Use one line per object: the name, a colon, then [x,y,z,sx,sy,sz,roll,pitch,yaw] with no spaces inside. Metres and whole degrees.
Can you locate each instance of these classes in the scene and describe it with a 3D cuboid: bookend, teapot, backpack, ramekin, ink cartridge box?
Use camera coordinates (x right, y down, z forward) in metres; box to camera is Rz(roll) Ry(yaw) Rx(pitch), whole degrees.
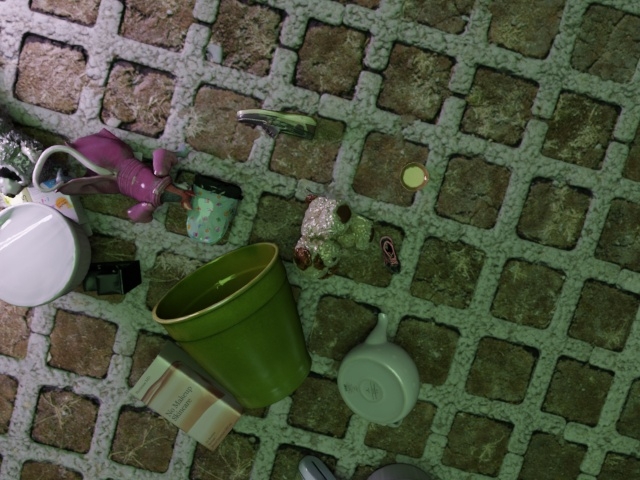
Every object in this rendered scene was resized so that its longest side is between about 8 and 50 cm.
bookend: [-0.605,0.107,1.543,0.158,0.156,0.072,-4,98,1]
teapot: [0.185,0.390,1.585,0.253,0.187,0.256,40,123,13]
backpack: [-0.312,-0.081,1.543,0.152,0.115,0.181,19,100,-6]
ramekin: [0.244,0.817,1.658,0.278,0.135,0.276,0,98,-1]
ramekin: [-0.744,0.038,1.464,0.273,0.127,0.272,0,87,5]
ink cartridge box: [-0.737,-0.082,1.563,0.105,0.061,0.181,-19,98,2]

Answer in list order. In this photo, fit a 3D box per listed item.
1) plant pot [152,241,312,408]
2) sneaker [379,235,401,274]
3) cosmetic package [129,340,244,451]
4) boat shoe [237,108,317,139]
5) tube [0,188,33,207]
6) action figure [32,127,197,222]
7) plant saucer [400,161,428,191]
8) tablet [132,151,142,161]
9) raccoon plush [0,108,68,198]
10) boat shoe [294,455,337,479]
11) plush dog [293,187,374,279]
plant pot: [-0.199,0.247,1.494,0.367,0.366,0.352,-26,108,3]
sneaker: [0.205,0.047,1.596,0.047,0.057,0.119,-23,98,0]
cosmetic package: [-0.379,0.451,1.604,0.296,0.129,0.153,36,97,-5]
boat shoe: [-0.122,-0.320,1.532,0.224,0.080,0.073,5,92,-6]
tube: [-0.834,-0.065,1.569,0.070,0.062,0.240,-27,93,-38]
action figure: [-0.498,-0.179,1.455,0.371,0.276,0.247,20,94,10]
plant saucer: [0.270,-0.184,1.587,0.084,0.015,0.083,0,97,-1]
tablet: [-0.553,-0.228,1.575,0.084,0.006,0.054,5,97,-2]
raccoon plush: [-0.849,-0.332,1.444,0.300,0.216,0.445,-3,98,3]
boat shoe: [0.029,0.769,1.605,0.109,0.302,0.094,3,118,-39]
plush dog: [0.000,0.000,1.526,0.211,0.262,0.225,22,87,30]
